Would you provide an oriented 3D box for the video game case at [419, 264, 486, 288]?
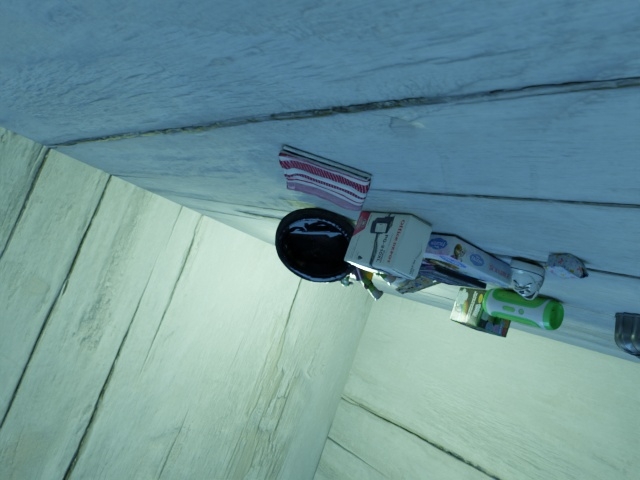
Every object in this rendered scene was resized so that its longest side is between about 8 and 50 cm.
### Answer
[{"bbox_3d":[0.449,0.130,1.828,0.196,0.026,0.274,19,175,-11],"label":"video game case"}]

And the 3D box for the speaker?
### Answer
[{"bbox_3d":[0.814,0.274,2.025,0.131,0.131,0.296,25,171,-36],"label":"speaker"}]

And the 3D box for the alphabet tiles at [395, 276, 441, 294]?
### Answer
[{"bbox_3d":[0.466,0.196,2.286,0.237,0.009,0.198,-23,156,18],"label":"alphabet tiles"}]

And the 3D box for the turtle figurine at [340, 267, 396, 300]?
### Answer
[{"bbox_3d":[0.178,0.119,2.149,0.266,0.198,0.275,41,149,1],"label":"turtle figurine"}]

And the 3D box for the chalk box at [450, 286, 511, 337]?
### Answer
[{"bbox_3d":[0.788,0.342,2.375,0.179,0.180,0.289,22,174,-18],"label":"chalk box"}]

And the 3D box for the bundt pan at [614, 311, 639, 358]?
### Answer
[{"bbox_3d":[1.168,0.355,1.699,0.330,0.124,0.331,20,172,3],"label":"bundt pan"}]

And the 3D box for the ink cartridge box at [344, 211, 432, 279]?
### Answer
[{"bbox_3d":[0.201,0.011,1.519,0.100,0.172,0.237,25,171,-33],"label":"ink cartridge box"}]

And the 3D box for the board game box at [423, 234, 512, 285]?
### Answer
[{"bbox_3d":[0.420,0.055,1.675,0.318,0.066,0.318,23,172,-31],"label":"board game box"}]

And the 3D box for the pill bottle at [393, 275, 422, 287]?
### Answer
[{"bbox_3d":[0.396,0.168,2.353,0.124,0.124,0.221,16,171,30],"label":"pill bottle"}]

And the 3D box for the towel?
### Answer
[{"bbox_3d":[0.011,-0.155,1.347,0.237,0.037,0.329,19,172,3],"label":"towel"}]

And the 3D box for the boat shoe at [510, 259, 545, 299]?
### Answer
[{"bbox_3d":[0.637,0.128,1.558,0.096,0.088,0.267,16,172,28],"label":"boat shoe"}]

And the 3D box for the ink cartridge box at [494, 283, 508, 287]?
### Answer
[{"bbox_3d":[0.668,0.154,1.905,0.083,0.028,0.048,12,169,46],"label":"ink cartridge box"}]

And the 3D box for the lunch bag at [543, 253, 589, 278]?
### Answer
[{"bbox_3d":[0.635,0.070,1.289,0.083,0.053,0.071,31,168,-12],"label":"lunch bag"}]

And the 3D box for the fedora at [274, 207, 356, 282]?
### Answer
[{"bbox_3d":[0.000,0.000,1.907,0.334,0.334,0.152,19,-154,5],"label":"fedora"}]

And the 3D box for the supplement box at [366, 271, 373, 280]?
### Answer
[{"bbox_3d":[0.150,0.107,2.534,0.191,0.129,0.194,25,171,-38],"label":"supplement box"}]
